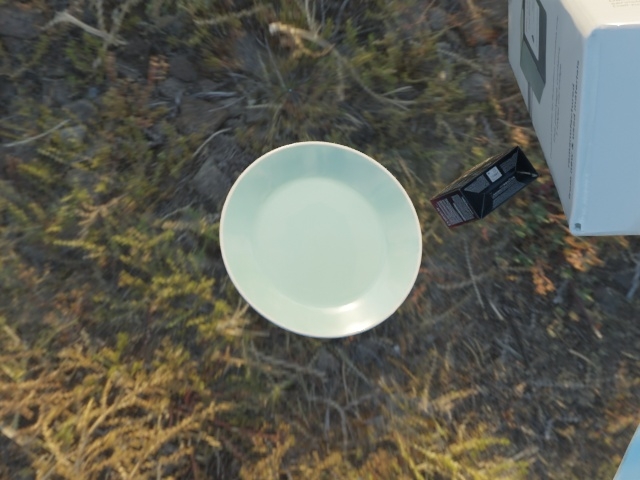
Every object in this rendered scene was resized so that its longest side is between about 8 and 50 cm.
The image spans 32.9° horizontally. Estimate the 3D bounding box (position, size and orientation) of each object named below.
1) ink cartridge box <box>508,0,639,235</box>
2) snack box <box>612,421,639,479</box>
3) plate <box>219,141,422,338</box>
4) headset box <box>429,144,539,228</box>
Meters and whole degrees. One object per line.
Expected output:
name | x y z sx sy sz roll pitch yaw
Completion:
ink cartridge box | 0.222 -0.114 0.618 0.199 0.273 0.114 -1 118 3
snack box | 0.207 0.136 0.617 0.060 0.187 0.321 27 118 23
plate | 0.000 0.000 0.991 0.188 0.024 0.188 4 71 -12
headset box | 0.129 -0.041 0.872 0.062 0.083 0.032 -36 92 -14
